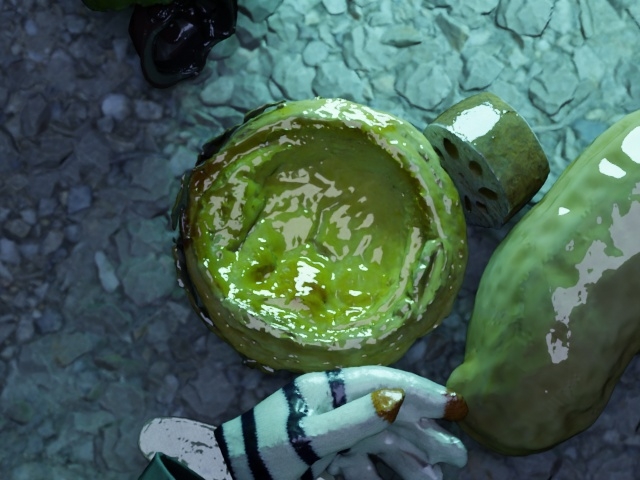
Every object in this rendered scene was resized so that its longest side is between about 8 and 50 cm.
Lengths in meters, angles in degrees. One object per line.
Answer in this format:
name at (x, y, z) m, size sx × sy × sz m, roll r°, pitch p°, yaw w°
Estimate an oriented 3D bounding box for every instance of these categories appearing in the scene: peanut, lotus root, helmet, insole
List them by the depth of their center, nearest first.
peanut at (0.263, 0.035, 1.731) m, size 0.387 × 0.169 × 0.192 m, roll -48°, pitch 116°, yaw -4°
insole at (-0.079, 0.212, 1.760) m, size 0.192 × 0.010 × 0.063 m, roll 16°, pitch 80°, yaw 0°
lotus root at (0.158, -0.077, 1.767) m, size 0.081 × 0.112 × 0.122 m, roll -35°, pitch 83°, yaw -14°
helmet at (-0.141, -0.210, 1.788) m, size 0.123 × 0.098 × 0.070 m, roll -43°, pitch 57°, yaw -8°

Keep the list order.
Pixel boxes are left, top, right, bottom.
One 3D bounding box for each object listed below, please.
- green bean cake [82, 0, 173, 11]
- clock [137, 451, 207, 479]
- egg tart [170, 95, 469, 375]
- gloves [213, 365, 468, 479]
green bean cake at (-0.132, -0.354, 1.737) m, size 0.247 × 0.156 × 0.249 m, roll -11°, pitch 54°, yaw -2°
clock at (-0.042, 0.301, 1.601) m, size 0.312 × 0.312 × 0.061 m, roll 41°, pitch 87°, yaw 4°
egg tart at (0.000, 0.000, 1.760) m, size 0.279 × 0.095 × 0.278 m, roll 0°, pitch 81°, yaw 3°
gloves at (0.022, 0.174, 1.694) m, size 0.219 × 0.140 × 0.131 m, roll -23°, pitch 38°, yaw -4°
